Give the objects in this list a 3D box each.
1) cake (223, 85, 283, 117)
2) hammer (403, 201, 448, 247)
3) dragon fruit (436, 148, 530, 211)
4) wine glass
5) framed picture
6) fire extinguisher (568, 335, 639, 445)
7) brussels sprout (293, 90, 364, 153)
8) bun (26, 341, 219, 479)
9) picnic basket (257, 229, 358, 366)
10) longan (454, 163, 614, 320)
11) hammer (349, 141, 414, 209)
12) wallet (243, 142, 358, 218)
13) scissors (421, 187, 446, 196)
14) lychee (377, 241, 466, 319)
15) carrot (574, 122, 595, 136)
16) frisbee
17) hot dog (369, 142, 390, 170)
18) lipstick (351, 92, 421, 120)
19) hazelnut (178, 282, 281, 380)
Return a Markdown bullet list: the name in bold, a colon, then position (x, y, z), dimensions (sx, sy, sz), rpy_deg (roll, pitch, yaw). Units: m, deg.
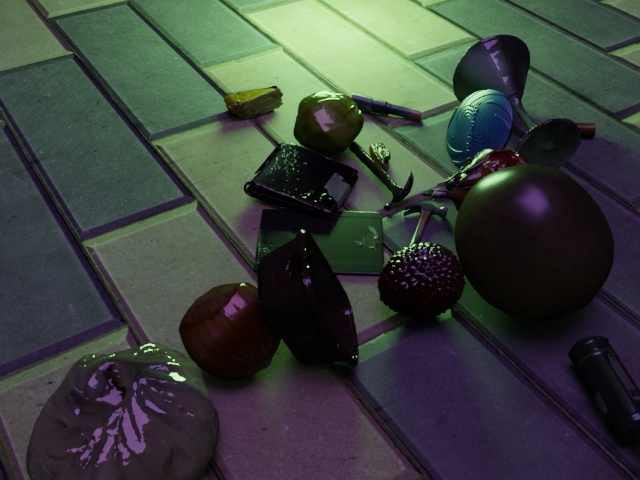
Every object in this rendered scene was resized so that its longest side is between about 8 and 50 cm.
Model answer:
- **cake**: position (-0.220, -0.447, 2.352), dimensions (0.185, 0.079, 0.116), rpy_deg (-33, 39, -20)
- **hammer**: position (0.247, -0.004, 1.879), dimensions (0.111, 0.033, 0.287), rpy_deg (13, 43, 12)
- **dragon fruit**: position (0.436, -0.127, 1.874), dimensions (0.293, 0.233, 0.234), rpy_deg (-9, 40, -34)
- **wine glass**: position (0.592, -0.396, 2.181), dimensions (0.267, 0.267, 0.406), rpy_deg (-10, 48, -13)
- **framed picture**: position (0.000, 0.000, 1.884), dimensions (0.324, 0.013, 0.244), rpy_deg (2, 42, 1)
- **fire extinguisher**: position (0.610, 0.328, 1.471), dimensions (0.093, 0.118, 0.294), rpy_deg (-33, 41, 14)
- **brussels sprout**: position (0.025, -0.348, 2.164), dimensions (0.223, 0.161, 0.223), rpy_deg (-4, 46, 4)
- **bun**: position (-0.360, 0.332, 1.350), dimensions (0.360, 0.210, 0.359), rpy_deg (0, 43, 0)
- **picnic basket**: position (-0.029, 0.142, 1.541), dimensions (0.129, 0.296, 0.222), rpy_deg (-21, 41, 12)
- **longan**: position (0.482, 0.000, 1.657), dimensions (0.361, 0.360, 0.360), rpy_deg (1, 42, -1)
- **hammer**: position (0.160, -0.201, 2.077), dimensions (0.125, 0.027, 0.297), rpy_deg (-43, 44, 3)
- **wallet**: position (-0.049, -0.168, 2.027), dimensions (0.262, 0.071, 0.221), rpy_deg (20, 42, 13)
- **scissors**: position (0.341, -0.134, 2.042), dimensions (0.114, 0.012, 0.039), rpy_deg (-1, 41, -3)
- **lychee**: position (0.221, 0.091, 1.658), dimensions (0.188, 0.188, 0.188), rpy_deg (1, 42, -1)
- **carrot**: position (0.783, -0.345, 2.268), dimensions (0.139, 0.048, 0.048), rpy_deg (1, 42, 3)
- **frisbee**: position (0.449, -0.324, 2.105), dimensions (0.045, 0.242, 0.242), rpy_deg (17, 29, -38)
- **hot dog**: position (0.177, -0.252, 2.149), dimensions (0.057, 0.041, 0.133), rpy_deg (-4, 42, -6)
- **lipstick**: position (0.211, -0.422, 2.341), dimensions (0.234, 0.053, 0.053), rpy_deg (16, 44, 11)
- **hazelnut**: position (-0.184, 0.194, 1.548), dimensions (0.215, 0.176, 0.214), rpy_deg (0, 78, 0)
